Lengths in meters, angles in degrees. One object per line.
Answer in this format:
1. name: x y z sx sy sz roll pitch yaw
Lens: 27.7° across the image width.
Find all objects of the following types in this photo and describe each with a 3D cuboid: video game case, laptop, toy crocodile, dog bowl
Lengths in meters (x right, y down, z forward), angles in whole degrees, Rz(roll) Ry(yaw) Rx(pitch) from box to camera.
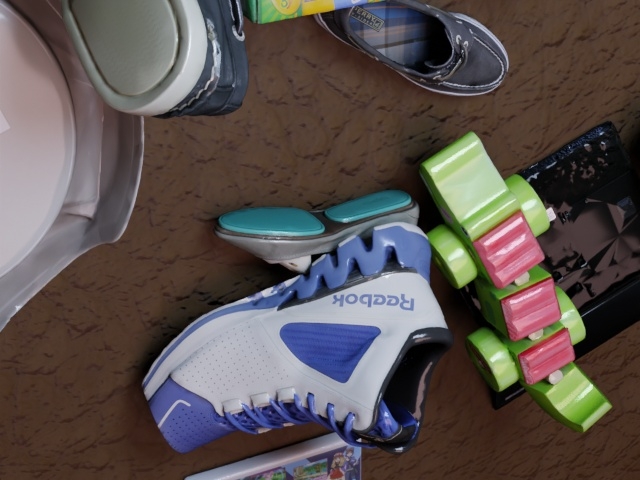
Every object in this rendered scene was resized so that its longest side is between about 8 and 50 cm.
1. video game case: -0.049 0.307 1.433 0.201 0.023 0.183 -13 124 -20
2. laptop: 0.255 0.036 1.437 0.234 0.136 0.264 -31 103 -9
3. toy crocodile: 0.192 0.048 1.281 0.115 0.105 0.341 -29 115 -9
4. dog bowl: -0.311 -0.078 0.960 0.348 0.102 0.349 -6 106 -21

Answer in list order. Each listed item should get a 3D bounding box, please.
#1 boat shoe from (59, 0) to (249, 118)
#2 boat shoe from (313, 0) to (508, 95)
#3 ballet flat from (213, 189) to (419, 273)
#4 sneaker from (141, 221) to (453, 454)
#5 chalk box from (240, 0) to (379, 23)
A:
1. boat shoe: -0.129 -0.228 0.905 0.127 0.340 0.113 -38 153 24
2. boat shoe: 0.095 -0.180 1.179 0.228 0.076 0.080 23 106 -36
3. ballet flat: 0.000 0.000 1.239 0.213 0.072 0.068 -9 116 -25
4. sneaker: -0.007 0.133 1.208 0.315 0.182 0.127 -32 147 9
5. chalk box: -0.027 -0.259 1.031 0.213 0.132 0.132 -14 124 -19
